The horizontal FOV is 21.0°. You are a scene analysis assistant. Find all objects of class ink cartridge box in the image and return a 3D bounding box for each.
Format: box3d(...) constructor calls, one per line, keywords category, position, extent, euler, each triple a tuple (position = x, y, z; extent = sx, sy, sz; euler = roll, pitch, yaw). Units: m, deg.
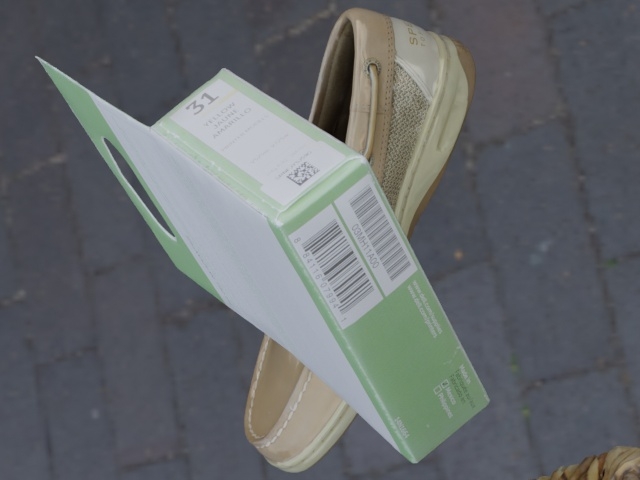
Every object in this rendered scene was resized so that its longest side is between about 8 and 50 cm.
box3d(category="ink cartridge box", position=(-0.031, -0.009, 0.848), extent=(0.056, 0.171, 0.235), euler=(-39, 40, -11))

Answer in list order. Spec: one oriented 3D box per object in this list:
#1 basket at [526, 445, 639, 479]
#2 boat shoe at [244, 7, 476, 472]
box3d(category="basket", position=(0.076, 0.248, 0.597), extent=(0.223, 0.299, 0.213), euler=(49, 146, -2))
box3d(category="boat shoe", position=(0.000, 0.000, 1.258), extent=(0.122, 0.110, 0.341), euler=(25, 97, 61))
